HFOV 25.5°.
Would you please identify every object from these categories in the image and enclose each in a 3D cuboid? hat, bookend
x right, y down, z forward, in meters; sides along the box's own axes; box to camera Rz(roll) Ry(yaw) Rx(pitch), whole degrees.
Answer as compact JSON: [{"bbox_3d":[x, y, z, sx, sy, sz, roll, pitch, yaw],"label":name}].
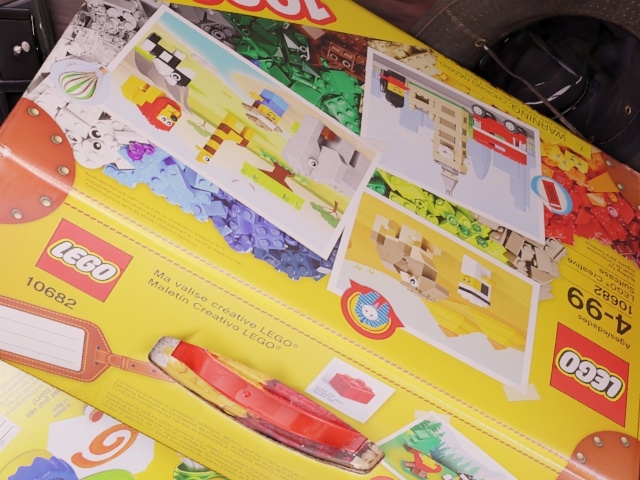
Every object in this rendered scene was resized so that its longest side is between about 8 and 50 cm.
[{"bbox_3d":[0.219,-0.144,1.267,0.331,0.331,0.134,28,42,-8],"label":"hat"},{"bbox_3d":[-0.290,-0.130,1.190,0.072,0.156,0.157,-13,89,29],"label":"bookend"}]

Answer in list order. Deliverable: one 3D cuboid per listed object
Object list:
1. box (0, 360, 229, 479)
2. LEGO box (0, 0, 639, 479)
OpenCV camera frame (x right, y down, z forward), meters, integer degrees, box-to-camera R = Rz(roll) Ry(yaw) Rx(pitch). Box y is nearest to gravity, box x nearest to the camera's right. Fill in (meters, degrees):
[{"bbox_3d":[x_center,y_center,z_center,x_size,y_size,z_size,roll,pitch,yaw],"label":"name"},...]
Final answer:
[{"bbox_3d":[-0.257,0.199,1.176,0.290,0.177,0.279,-40,94,-10],"label":"box"},{"bbox_3d":[0.000,0.000,1.116,0.500,0.193,0.372,29,41,-10],"label":"LEGO box"}]
